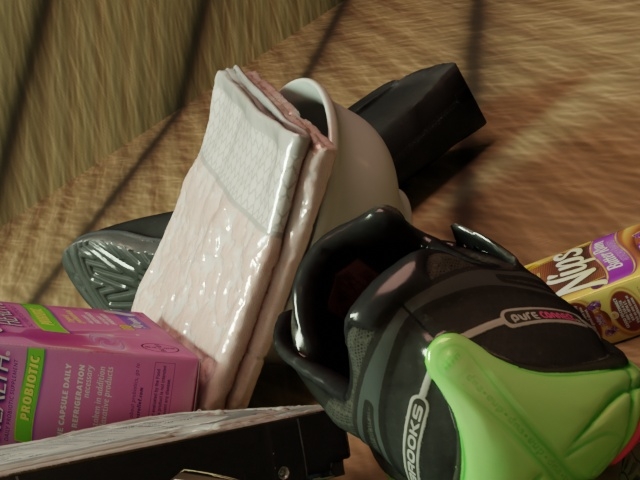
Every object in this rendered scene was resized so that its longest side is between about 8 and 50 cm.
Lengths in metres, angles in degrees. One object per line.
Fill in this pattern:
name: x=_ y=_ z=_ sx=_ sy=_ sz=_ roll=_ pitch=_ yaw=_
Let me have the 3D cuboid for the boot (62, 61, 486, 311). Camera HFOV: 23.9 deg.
boot: x=-0.055 y=-0.062 z=1.867 sx=0.367 sy=0.146 sz=0.445 roll=1 pitch=35 yaw=43

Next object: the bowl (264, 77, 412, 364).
bowl: x=0.000 y=0.000 z=1.488 sx=0.298 sy=0.134 sz=0.298 roll=-50 pitch=31 yaw=46

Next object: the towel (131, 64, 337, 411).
towel: x=-0.097 y=0.007 z=1.472 sx=0.332 sy=0.053 sz=0.317 roll=-132 pitch=60 yaw=-66

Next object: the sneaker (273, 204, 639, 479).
sneaker: x=0.078 y=0.063 z=0.996 sx=0.185 sy=0.202 sz=0.483 roll=-42 pitch=1 yaw=-6

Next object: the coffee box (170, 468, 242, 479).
coffee box: x=-0.117 y=0.279 z=0.813 sx=0.297 sy=0.168 sz=0.119 roll=-36 pitch=17 yaw=-30

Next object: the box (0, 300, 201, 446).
box: x=-0.260 y=0.132 z=1.391 sx=0.243 sy=0.117 sz=0.213 roll=5 pitch=7 yaw=-21

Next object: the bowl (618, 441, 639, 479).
bowl: x=0.237 y=0.121 z=0.876 sx=0.170 sy=0.080 sz=0.170 roll=-27 pitch=16 yaw=8

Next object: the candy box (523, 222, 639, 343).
candy box: x=0.234 y=0.038 z=1.216 sx=0.187 sy=0.053 sz=0.109 roll=-23 pitch=16 yaw=24

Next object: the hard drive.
hard drive: x=-0.178 y=0.181 z=1.145 sx=0.339 sy=0.064 sz=0.237 roll=-7 pitch=-3 yaw=-34
